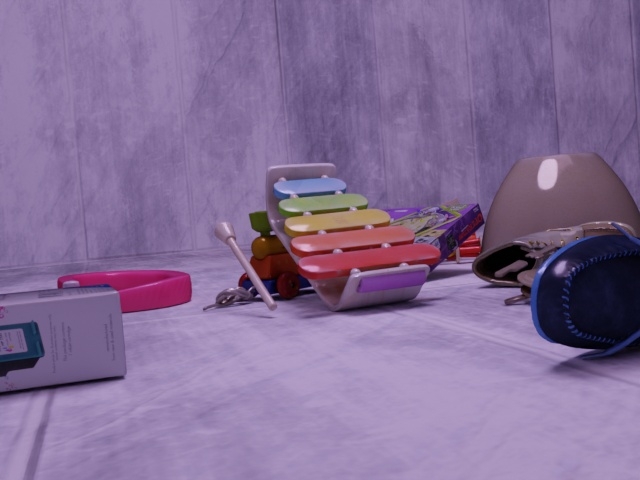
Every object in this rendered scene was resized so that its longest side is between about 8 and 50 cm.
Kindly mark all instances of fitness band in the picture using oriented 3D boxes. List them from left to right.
[{"bbox_3d":[-0.327,0.079,1.352,0.209,0.054,0.291,-5,4,-21],"label":"fitness band"}]

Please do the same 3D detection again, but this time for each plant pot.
[{"bbox_3d":[0.414,-0.052,1.404,0.284,0.191,0.284,-4,3,0],"label":"plant pot"}]

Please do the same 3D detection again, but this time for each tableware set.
[{"bbox_3d":[0.308,0.051,1.014,0.128,0.039,0.194,11,17,35],"label":"tableware set"}]

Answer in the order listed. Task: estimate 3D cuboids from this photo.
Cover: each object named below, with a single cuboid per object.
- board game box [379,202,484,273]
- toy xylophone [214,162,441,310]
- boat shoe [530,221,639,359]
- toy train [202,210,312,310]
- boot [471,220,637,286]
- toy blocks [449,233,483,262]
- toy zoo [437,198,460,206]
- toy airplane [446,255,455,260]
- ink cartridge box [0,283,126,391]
[{"bbox_3d":[0.099,0.005,1.474,0.346,0.056,0.208,-1,32,48],"label":"board game box"},{"bbox_3d":[0.000,0.000,1.121,0.236,0.081,0.322,-11,36,-31],"label":"toy xylophone"},{"bbox_3d":[0.281,0.034,0.660,0.258,0.109,0.089,-9,8,-33],"label":"boat shoe"},{"bbox_3d":[-0.086,0.018,1.242,0.105,0.143,0.248,-3,3,41],"label":"toy train"},{"bbox_3d":[0.340,0.021,1.179,0.213,0.077,0.165,-9,-1,28],"label":"boot"},{"bbox_3d":[0.293,0.004,1.643,0.148,0.054,0.123,-5,21,5],"label":"toy blocks"},{"bbox_3d":[0.135,-0.005,1.721,0.192,0.030,0.293,-21,-4,-46],"label":"toy zoo"},{"bbox_3d":[0.235,0.028,1.736,0.151,0.028,0.151,-9,12,2],"label":"toy airplane"},{"bbox_3d":[-0.299,0.090,0.731,0.231,0.078,0.134,-5,2,-18],"label":"ink cartridge box"}]
